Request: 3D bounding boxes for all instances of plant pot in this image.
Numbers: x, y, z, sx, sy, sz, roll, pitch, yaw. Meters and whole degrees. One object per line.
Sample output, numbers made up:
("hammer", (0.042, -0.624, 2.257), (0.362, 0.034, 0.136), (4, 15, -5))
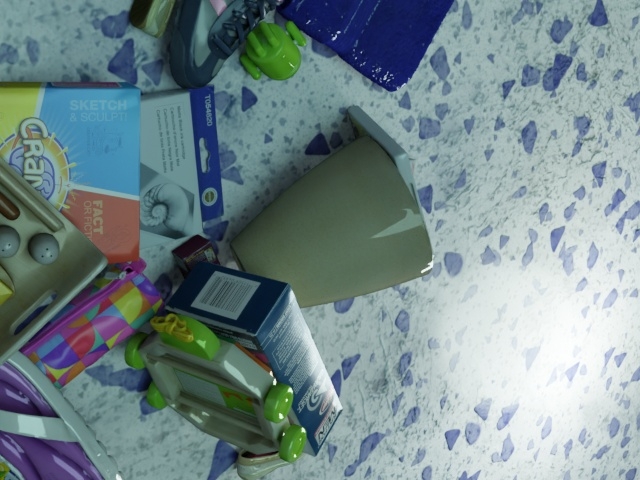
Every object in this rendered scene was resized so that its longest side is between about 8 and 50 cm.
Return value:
("plant pot", (0.000, 0.000, 1.309), (0.274, 0.256, 0.256), (-26, 123, -10))

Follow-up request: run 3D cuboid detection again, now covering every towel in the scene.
("towel", (0.077, -0.404, 1.315), (0.308, 0.076, 0.227), (25, 97, -43))

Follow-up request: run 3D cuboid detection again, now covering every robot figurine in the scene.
("robot figurine", (-0.071, -0.287, 1.221), (0.101, 0.067, 0.115), (-36, 157, 10))

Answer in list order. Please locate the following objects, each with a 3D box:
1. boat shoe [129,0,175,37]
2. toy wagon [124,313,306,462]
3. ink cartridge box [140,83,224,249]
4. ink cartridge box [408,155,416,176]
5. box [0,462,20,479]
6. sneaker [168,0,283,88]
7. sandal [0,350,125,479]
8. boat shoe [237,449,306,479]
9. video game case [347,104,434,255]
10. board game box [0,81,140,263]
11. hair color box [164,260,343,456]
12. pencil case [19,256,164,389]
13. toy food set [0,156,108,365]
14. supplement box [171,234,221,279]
("boat shoe", (-0.209, -0.356, 1.101), (0.048, 0.056, 0.153), (20, 95, -52))
("toy wagon", (-0.161, 0.206, 1.184), (0.068, 0.267, 0.344), (-58, 152, -34))
("ink cartridge box", (-0.234, -0.105, 1.180), (0.224, 0.045, 0.223), (-19, 118, -34))
("ink cartridge box", (0.152, -0.130, 1.507), (0.083, 0.028, 0.048), (-12, 114, -37))
("box", (-0.492, 0.314, 1.120), (0.059, 0.054, 0.169), (-56, 133, -8))
("sneaker", (-0.102, -0.350, 1.124), (0.319, 0.131, 0.112), (-66, 158, 2))
("sandal", (-0.409, 0.252, 1.046), (0.169, 0.102, 0.416), (-32, 116, 19))
("boat shoe", (-0.079, 0.384, 1.488), (0.170, 0.063, 0.059), (-24, 127, -30))
("video game case", (0.117, -0.101, 1.361), (0.026, 0.227, 0.206), (-23, 123, -6))
("board game box", (-0.391, -0.080, 1.012), (0.316, 0.064, 0.242), (-6, 111, -28))
("hair color box", (-0.096, 0.196, 1.279), (0.105, 0.174, 0.347), (-57, 145, -31))
("pencil case", (-0.337, 0.123, 1.146), (0.236, 0.104, 0.104), (-42, 129, -19))
("toy food set", (-0.428, -0.002, 0.906), (0.220, 0.092, 0.306), (-45, 115, -9))
("supplement box", (-0.192, 0.041, 1.274), (0.055, 0.043, 0.083), (-35, 127, -25))
